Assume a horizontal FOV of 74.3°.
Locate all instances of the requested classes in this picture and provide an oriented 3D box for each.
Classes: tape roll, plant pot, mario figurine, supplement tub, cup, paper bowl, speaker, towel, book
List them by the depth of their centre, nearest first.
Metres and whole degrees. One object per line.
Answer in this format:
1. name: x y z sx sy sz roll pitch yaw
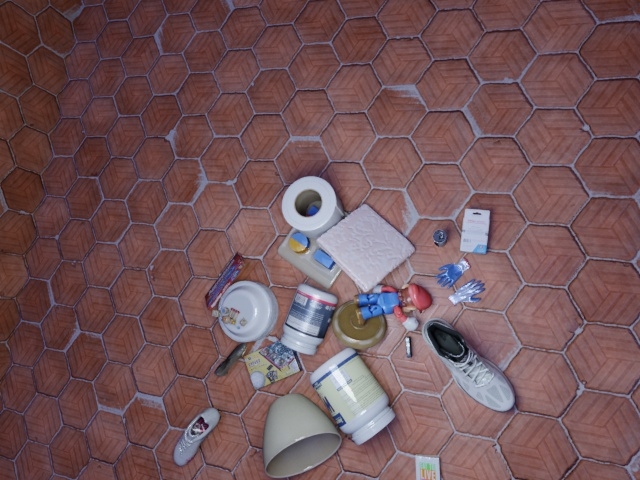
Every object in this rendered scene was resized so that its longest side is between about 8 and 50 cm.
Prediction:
1. book: 0.435 0.945 1.703 0.096 0.035 0.144 -4 81 21
2. supplement tub: 0.131 0.634 1.736 0.235 0.235 0.325 -39 72 8
3. cup: -0.107 0.791 1.770 0.331 0.331 0.237 -38 47 8
4. speaker: 0.502 -0.008 1.774 0.055 0.136 0.055 -2 81 16
5. mario figurine: 0.310 0.283 1.793 0.320 0.170 0.198 -9 88 6
6. plant pot: 0.167 0.350 1.811 0.236 0.032 0.236 0 51 -1
7. towel: 0.195 0.024 1.814 0.331 0.053 0.317 -36 69 -30
8. supplement tub: -0.051 0.342 1.863 0.191 0.191 0.272 20 88 19
9. tape roll: -0.031 -0.142 1.875 0.246 0.169 0.246 -4 76 15
10. paper bowl: -0.351 0.332 1.983 0.284 0.148 0.285 -3 81 18

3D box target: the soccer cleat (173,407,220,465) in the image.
1. soccer cleat: -0.604 0.918 1.969 0.116 0.143 0.331 37 94 19

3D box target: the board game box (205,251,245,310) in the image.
1. board game box: -0.467 0.197 2.054 0.027 0.145 0.281 35 93 -24

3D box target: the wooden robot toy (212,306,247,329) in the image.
1. wooden robot toy: -0.414 0.339 1.881 0.173 0.079 0.076 20 88 20

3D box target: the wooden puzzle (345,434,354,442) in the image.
1. wooden puzzle: 0.149 0.843 1.818 0.083 0.006 0.049 24 89 19

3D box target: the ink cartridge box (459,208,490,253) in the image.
1. ink cartridge box: 0.648 -0.036 1.772 0.104 0.060 0.180 7 84 19

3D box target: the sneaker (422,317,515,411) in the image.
1. sneaker: 0.556 0.488 1.614 0.169 0.257 0.447 -46 72 6

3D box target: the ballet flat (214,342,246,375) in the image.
1. ballet flat: -0.413 0.566 1.983 0.058 0.084 0.250 40 114 -7

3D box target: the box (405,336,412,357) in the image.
1. box: 0.371 0.448 1.779 0.018 0.067 0.083 -6 79 16

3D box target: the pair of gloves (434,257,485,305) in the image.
1. pair of gloves: 0.588 0.181 1.778 0.159 0.023 0.198 -34 73 10

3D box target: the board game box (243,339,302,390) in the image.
1. board game box: -0.221 0.570 1.958 0.243 0.042 0.165 -25 75 12

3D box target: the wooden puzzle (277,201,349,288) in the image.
1. wooden puzzle: 0.000 0.000 1.959 0.322 0.080 0.348 34 92 19
